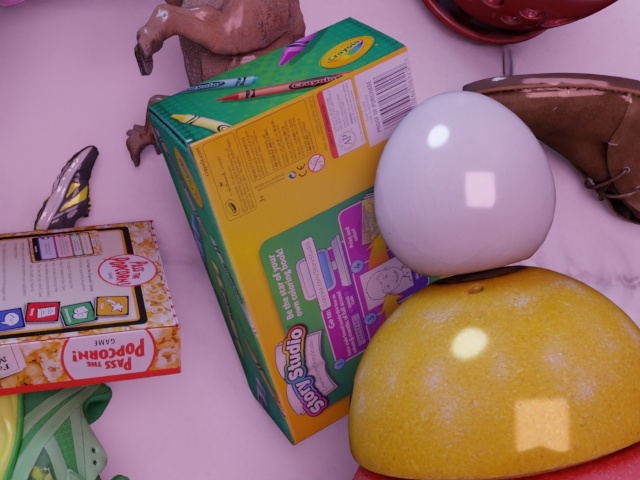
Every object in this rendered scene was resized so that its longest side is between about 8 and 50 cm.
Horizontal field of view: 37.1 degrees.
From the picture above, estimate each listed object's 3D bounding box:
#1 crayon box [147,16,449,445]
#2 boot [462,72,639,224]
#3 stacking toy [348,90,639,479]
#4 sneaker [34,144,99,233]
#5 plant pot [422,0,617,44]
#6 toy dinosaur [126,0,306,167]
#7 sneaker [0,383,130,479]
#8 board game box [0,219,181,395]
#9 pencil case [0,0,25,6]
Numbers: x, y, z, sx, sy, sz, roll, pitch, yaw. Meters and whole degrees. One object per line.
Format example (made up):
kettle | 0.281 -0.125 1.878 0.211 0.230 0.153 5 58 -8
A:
crayon box | 0.000 0.000 0.708 0.165 0.081 0.278 -27 126 -17
boot | 0.267 -0.079 0.856 0.305 0.112 0.115 10 90 -15
stacking toy | 0.129 0.139 0.637 0.351 0.350 0.479 -10 90 -16
sneaker | -0.197 -0.037 0.766 0.035 0.031 0.083 32 79 -22
plant pot | 0.178 -0.267 0.818 0.191 0.174 0.191 2 81 -14
toy dinosaur | -0.050 -0.145 0.730 0.200 0.127 0.295 -17 126 -19
sneaker | -0.184 0.194 0.638 0.124 0.109 0.295 17 41 -23
board game box | -0.208 0.047 0.691 0.194 0.146 0.045 -5 123 -15
pencil case | -0.143 -0.263 0.764 0.284 0.124 0.124 -12 85 -17
